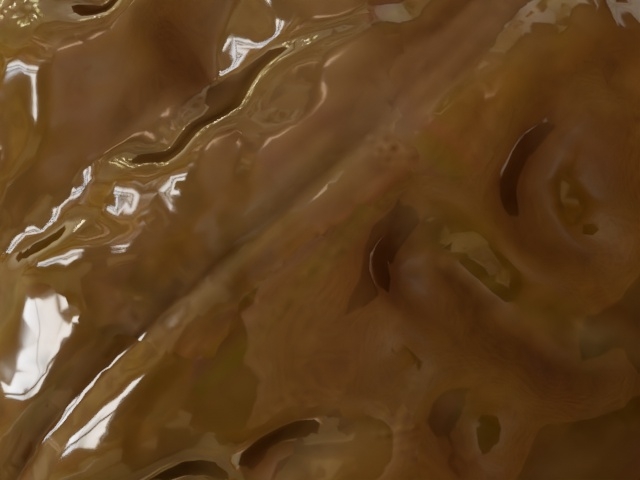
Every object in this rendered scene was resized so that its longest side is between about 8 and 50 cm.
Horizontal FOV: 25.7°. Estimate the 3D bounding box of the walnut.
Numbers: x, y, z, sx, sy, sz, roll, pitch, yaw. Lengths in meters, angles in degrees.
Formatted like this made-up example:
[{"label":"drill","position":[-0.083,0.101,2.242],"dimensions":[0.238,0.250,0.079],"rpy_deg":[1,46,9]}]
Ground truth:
[{"label":"walnut","position":[0.000,0.000,0.560],"dimensions":[0.398,0.354,0.308],"rpy_deg":[-41,-15,-9]}]
